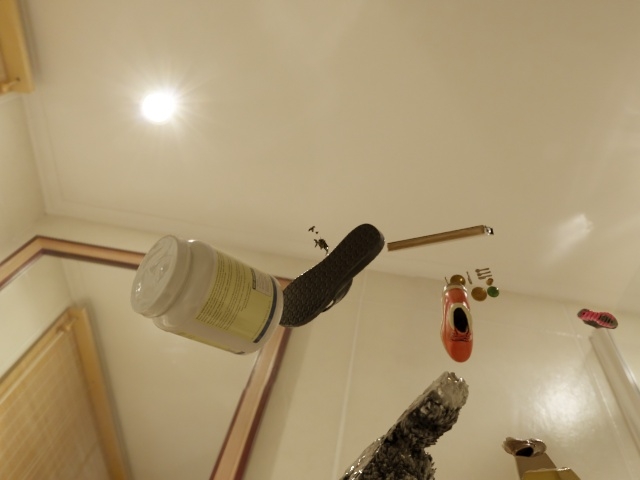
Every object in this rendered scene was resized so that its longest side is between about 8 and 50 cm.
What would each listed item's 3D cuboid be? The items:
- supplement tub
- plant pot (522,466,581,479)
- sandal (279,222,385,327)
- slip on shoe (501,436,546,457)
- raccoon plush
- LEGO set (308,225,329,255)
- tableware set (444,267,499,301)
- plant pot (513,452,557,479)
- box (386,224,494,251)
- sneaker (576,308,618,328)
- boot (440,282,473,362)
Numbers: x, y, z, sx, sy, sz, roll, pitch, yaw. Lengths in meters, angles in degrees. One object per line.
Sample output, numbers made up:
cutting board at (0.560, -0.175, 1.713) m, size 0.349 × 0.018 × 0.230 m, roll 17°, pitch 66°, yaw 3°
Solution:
supplement tub at (-0.281, 0.141, 1.216) m, size 0.235 × 0.235 × 0.325 m, roll -34°, pitch -46°, yaw 27°
plant pot at (0.328, 0.365, 0.669) m, size 0.081 × 0.083 × 0.081 m, roll 14°, pitch -33°, yaw -36°
sandal at (0.039, 0.136, 1.522) m, size 0.446 × 0.167 × 0.107 m, roll -41°, pitch -49°, yaw 9°
slip on shoe at (0.505, 0.509, 1.165) m, size 0.135 × 0.041 × 0.051 m, roll 20°, pitch -82°, yaw -24°
raccoon plush at (0.202, 0.508, 0.884) m, size 0.299 × 0.216 × 0.446 m, roll 41°, pitch -67°, yaw 13°
LEGO set at (0.001, -0.002, 1.228) m, size 0.054 × 0.023 × 0.083 m, roll -1°, pitch -68°, yaw 54°
tableware set at (0.464, 0.145, 1.470) m, size 0.154 × 0.104 × 0.024 m, roll -12°, pitch -28°, yaw -3°
plant pot at (0.574, 0.619, 1.286) m, size 0.109 × 0.096 × 0.109 m, roll -18°, pitch -41°, yaw 6°
box at (0.264, -0.003, 1.039) m, size 0.201 × 0.164 × 0.021 m, roll -12°, pitch -96°, yaw 26°
sneaker at (0.810, 0.237, 1.389) m, size 0.047 × 0.119 × 0.057 m, roll -41°, pitch -69°, yaw -13°
boot at (0.247, 0.164, 0.858) m, size 0.059 × 0.084 × 0.157 m, roll -9°, pitch -71°, yaw 9°
